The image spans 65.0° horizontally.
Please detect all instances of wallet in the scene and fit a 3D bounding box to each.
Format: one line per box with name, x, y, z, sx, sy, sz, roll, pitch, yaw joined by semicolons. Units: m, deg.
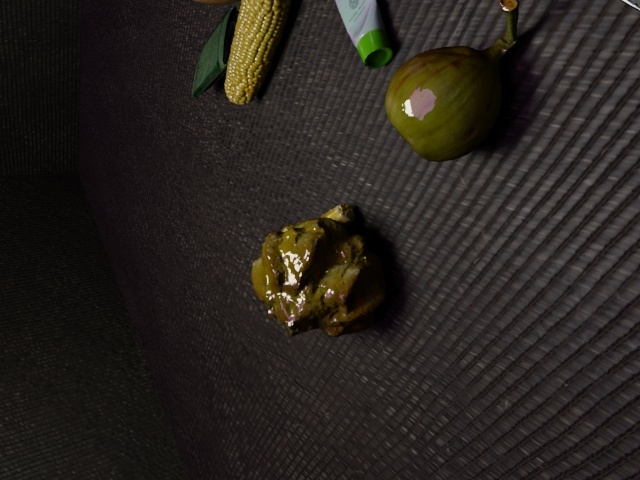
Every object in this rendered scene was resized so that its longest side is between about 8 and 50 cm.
wallet;-0.256;-0.453;1.236;0.236;0.055;0.160;-10;64;60

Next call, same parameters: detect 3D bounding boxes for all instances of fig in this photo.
fig;0.174;-0.201;0.661;0.186;0.148;0.142;-45;35;6

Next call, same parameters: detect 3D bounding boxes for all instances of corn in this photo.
corn;-0.133;-0.425;1.062;0.101;0.102;0.310;62;148;25

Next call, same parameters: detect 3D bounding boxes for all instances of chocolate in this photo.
chocolate;0.000;0.000;0.999;0.219;0.086;0.085;-42;63;47

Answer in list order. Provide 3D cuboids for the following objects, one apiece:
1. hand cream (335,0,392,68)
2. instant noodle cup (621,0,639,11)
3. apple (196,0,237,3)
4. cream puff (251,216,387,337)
hand cream;0.057;-0.415;0.849;0.079;0.050;0.275;-27;69;26
instant noodle cup;0.276;-0.298;0.366;0.296;0.297;0.214;56;131;31
apple;-0.228;-0.615;1.021;0.234;0.257;0.256;-135;47;-58
cream puff;-0.007;0.074;0.905;0.244;0.196;0.243;24;123;44
